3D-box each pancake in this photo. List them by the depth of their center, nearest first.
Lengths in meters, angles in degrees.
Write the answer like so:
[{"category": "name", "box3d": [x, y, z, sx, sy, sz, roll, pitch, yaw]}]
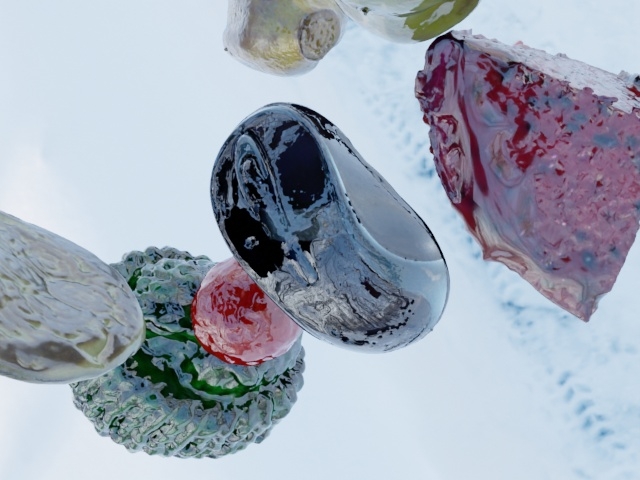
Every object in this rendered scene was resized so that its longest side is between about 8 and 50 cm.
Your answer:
[{"category": "pancake", "box3d": [-0.240, 0.024, 0.723, 0.250, 0.250, 0.031, 39, 104, 31]}]

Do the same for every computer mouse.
[{"category": "computer mouse", "box3d": [0.000, 0.000, 0.781, 0.137, 0.096, 0.233, -41, 91, 27]}]

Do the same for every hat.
[{"category": "hat", "box3d": [-0.125, 0.094, 1.071, 0.332, 0.274, 0.242, 132, 139, -51]}]

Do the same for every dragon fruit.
[{"category": "dragon fruit", "box3d": [0.262, -0.134, 1.068, 0.330, 0.302, 0.240, 37, 144, -11]}]

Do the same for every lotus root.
[{"category": "lotus root", "box3d": [-0.053, -0.351, 1.551, 0.291, 0.193, 0.193, -145, 60, -64]}]

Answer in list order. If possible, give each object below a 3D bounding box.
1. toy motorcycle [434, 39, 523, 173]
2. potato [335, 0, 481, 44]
[{"category": "toy motorcycle", "box3d": [0.238, -0.142, 1.316, 0.123, 0.182, 0.272, 1, 131, 49]}, {"category": "potato", "box3d": [0.081, -0.320, 0.933, 0.202, 0.351, 0.218, -21, 85, 0]}]
